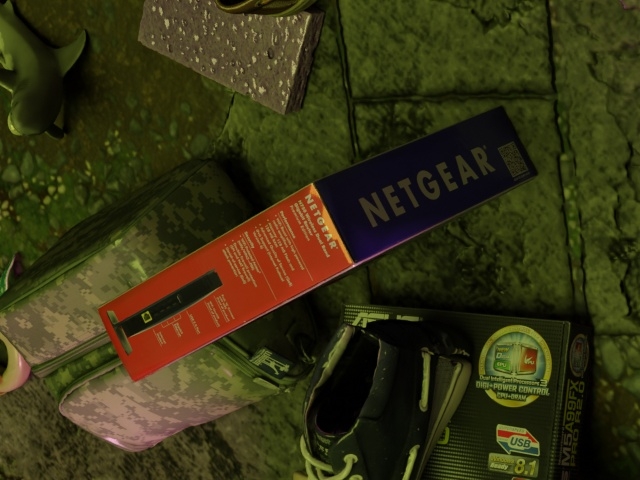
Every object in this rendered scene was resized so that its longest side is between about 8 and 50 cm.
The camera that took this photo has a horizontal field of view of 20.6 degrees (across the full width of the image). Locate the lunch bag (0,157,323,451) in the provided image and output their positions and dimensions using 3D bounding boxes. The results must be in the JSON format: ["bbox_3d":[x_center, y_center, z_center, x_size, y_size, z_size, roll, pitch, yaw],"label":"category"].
[{"bbox_3d":[-0.171,0.087,1.932,0.305,0.212,0.256,-28,106,39],"label":"lunch bag"}]

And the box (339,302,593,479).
[{"bbox_3d":[0.133,0.180,1.778,0.270,0.060,0.216,4,84,35],"label":"box"}]

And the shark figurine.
[{"bbox_3d":[-0.330,-0.229,2.015,0.116,0.166,0.278,-34,65,13],"label":"shark figurine"}]

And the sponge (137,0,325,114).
[{"bbox_3d":[-0.099,-0.226,1.870,0.210,0.031,0.117,28,120,26],"label":"sponge"}]

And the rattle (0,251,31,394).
[{"bbox_3d":[-0.425,0.116,2.162,0.199,0.143,0.130,-54,54,41],"label":"rattle"}]

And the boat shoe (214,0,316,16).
[{"bbox_3d":[0.013,-0.341,1.681,0.342,0.123,0.123,-44,79,30],"label":"boat shoe"}]

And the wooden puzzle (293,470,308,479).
[{"bbox_3d":[0.069,0.371,1.898,0.239,0.044,0.221,12,113,37],"label":"wooden puzzle"}]

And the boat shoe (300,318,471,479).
[{"bbox_3d":[0.021,0.229,1.711,0.127,0.158,0.340,21,93,36],"label":"boat shoe"}]

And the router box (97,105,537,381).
[{"bbox_3d":[0.000,0.000,1.684,0.301,0.335,0.082,-29,87,39],"label":"router box"}]
